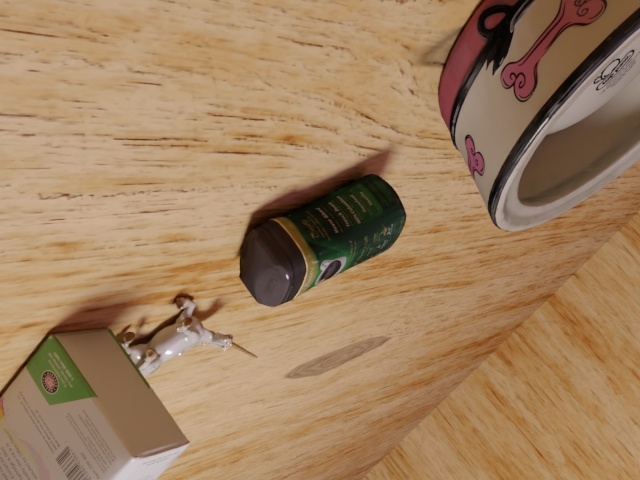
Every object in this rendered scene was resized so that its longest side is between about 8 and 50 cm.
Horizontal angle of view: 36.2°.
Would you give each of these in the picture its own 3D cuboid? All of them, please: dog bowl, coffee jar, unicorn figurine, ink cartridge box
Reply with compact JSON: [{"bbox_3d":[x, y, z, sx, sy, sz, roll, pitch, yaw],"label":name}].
[{"bbox_3d":[0.301,-0.200,1.063,0.408,0.150,0.408,-33,159,-14],"label":"dog bowl"},{"bbox_3d":[0.000,0.000,1.071,0.184,0.079,0.096,-26,158,-32],"label":"coffee jar"},{"bbox_3d":[-0.158,0.112,1.085,0.162,0.060,0.111,-18,156,-9],"label":"unicorn figurine"},{"bbox_3d":[-0.257,0.215,0.981,0.212,0.154,0.093,-48,159,20],"label":"ink cartridge box"}]
